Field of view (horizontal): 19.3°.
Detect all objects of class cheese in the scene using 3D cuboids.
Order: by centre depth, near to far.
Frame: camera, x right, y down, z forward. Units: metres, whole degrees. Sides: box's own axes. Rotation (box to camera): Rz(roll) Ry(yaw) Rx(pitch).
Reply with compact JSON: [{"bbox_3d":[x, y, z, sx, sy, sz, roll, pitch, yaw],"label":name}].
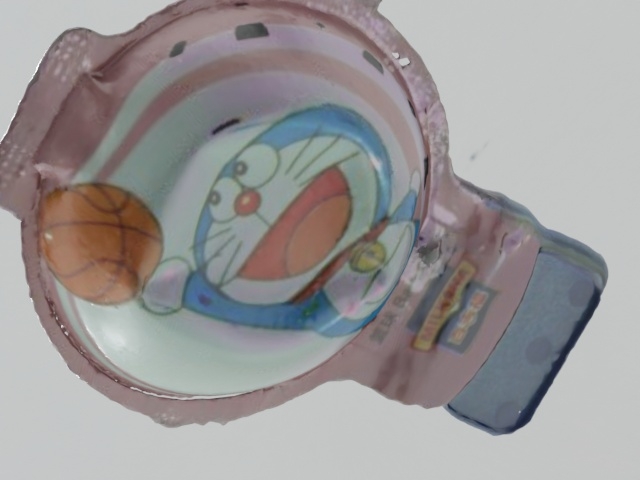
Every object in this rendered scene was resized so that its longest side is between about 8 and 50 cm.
[{"bbox_3d":[0.000,0.000,0.746,0.286,0.074,0.189,26,-81,-34],"label":"cheese"}]
